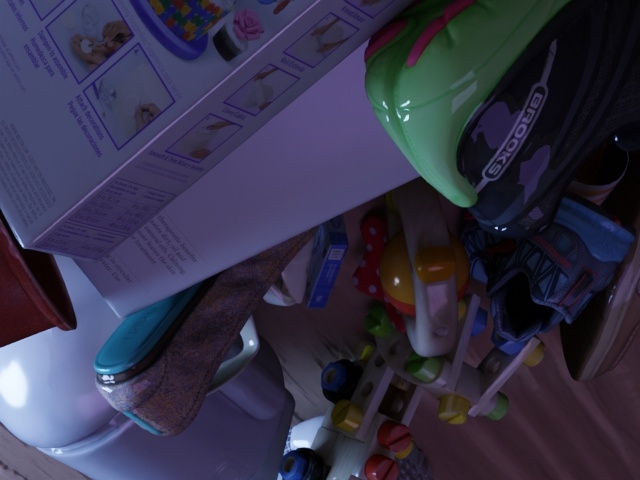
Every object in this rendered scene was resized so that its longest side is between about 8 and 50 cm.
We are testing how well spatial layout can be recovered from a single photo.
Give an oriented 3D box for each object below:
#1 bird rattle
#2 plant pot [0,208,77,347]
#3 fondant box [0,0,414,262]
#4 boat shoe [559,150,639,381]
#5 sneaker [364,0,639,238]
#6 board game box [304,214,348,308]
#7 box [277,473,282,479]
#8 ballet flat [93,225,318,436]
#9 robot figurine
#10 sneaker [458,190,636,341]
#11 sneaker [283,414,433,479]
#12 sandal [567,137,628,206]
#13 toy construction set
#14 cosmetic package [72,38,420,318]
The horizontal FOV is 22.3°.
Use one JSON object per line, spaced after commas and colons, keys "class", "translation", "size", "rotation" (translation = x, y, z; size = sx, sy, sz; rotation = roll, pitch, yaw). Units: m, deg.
{"class": "bird rattle", "translation": [0.077, 0.010, 1.440], "size": [0.143, 0.207, 0.253], "rotation": [-1, 135, -9]}
{"class": "plant pot", "translation": [-0.364, 0.007, 1.233], "size": [0.265, 0.272, 0.272], "rotation": [-27, 139, -3]}
{"class": "fondant box", "translation": [-0.111, -0.177, 1.095], "size": [0.330, 0.238, 0.096], "rotation": [-39, 158, 17]}
{"class": "boat shoe", "translation": [0.315, 0.015, 1.555], "size": [0.110, 0.121, 0.341], "rotation": [1, 138, -13]}
{"class": "sneaker", "translation": [0.239, -0.176, 1.146], "size": [0.483, 0.185, 0.202], "rotation": [-37, 112, -18]}
{"class": "board game box", "translation": [0.000, 0.000, 1.493], "size": [0.020, 0.090, 0.090], "rotation": [2, 139, -17]}
{"class": "box", "translation": [-0.099, 0.342, 1.873], "size": [0.171, 0.091, 0.130], "rotation": [-18, 140, 8]}
{"class": "ballet flat", "translation": [-0.074, 0.038, 1.378], "size": [0.108, 0.316, 0.106], "rotation": [-2, 132, 50]}
{"class": "robot figurine", "translation": [-0.172, 0.129, 1.521], "size": [0.300, 0.199, 0.353], "rotation": [-11, 146, 37]}
{"class": "sneaker", "translation": [0.175, 0.028, 1.469], "size": [0.104, 0.125, 0.262], "rotation": [30, 168, -11]}
{"class": "sneaker", "translation": [0.047, 0.260, 1.829], "size": [0.095, 0.090, 0.235], "rotation": [-18, 138, 28]}
{"class": "sandal", "translation": [0.229, -0.086, 1.452], "size": [0.102, 0.076, 0.265], "rotation": [0, 140, -12]}
{"class": "toy construction set", "translation": [0.065, 0.198, 1.609], "size": [0.151, 0.215, 0.327], "rotation": [47, 70, -31]}
{"class": "cosmetic package", "translation": [-0.050, -0.113, 1.265], "size": [0.366, 0.155, 0.197], "rotation": [-25, 119, 16]}
